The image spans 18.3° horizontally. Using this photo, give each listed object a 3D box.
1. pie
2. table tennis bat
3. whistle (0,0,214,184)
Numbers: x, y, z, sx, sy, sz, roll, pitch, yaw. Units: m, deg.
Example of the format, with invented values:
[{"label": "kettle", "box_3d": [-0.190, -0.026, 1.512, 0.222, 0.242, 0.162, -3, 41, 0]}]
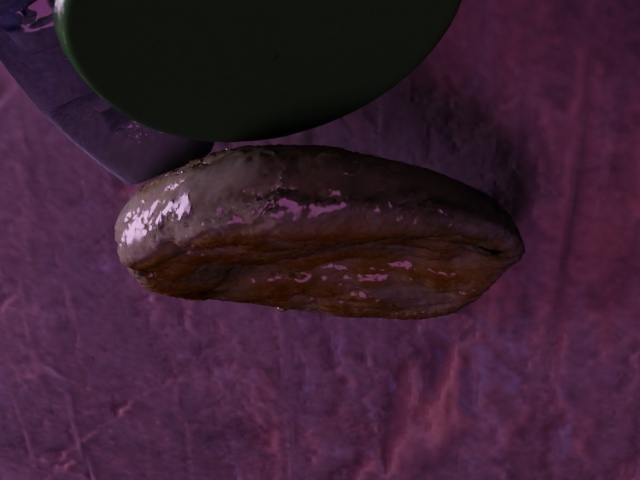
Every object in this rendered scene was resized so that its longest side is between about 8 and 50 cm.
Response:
[{"label": "pie", "box_3d": [0.000, 0.000, 0.881, 0.187, 0.041, 0.187, 0, 164, 0]}, {"label": "table tennis bat", "box_3d": [-0.049, -0.111, 0.733, 0.160, 0.039, 0.257, -40, 140, 23]}, {"label": "whistle", "box_3d": [-0.115, -0.117, 0.777, 0.180, 0.093, 0.269, -25, 132, 9]}]
